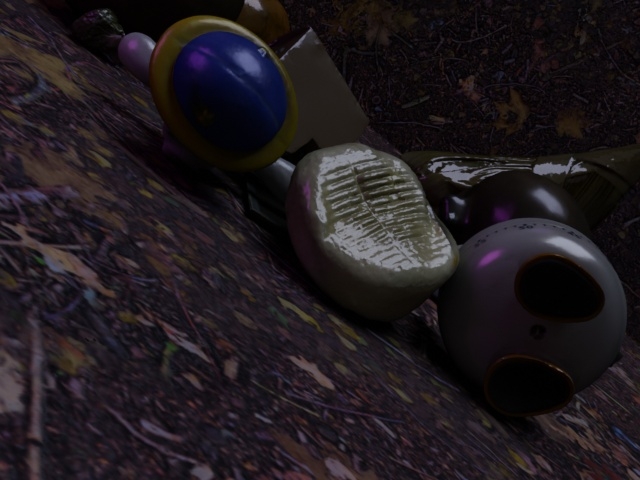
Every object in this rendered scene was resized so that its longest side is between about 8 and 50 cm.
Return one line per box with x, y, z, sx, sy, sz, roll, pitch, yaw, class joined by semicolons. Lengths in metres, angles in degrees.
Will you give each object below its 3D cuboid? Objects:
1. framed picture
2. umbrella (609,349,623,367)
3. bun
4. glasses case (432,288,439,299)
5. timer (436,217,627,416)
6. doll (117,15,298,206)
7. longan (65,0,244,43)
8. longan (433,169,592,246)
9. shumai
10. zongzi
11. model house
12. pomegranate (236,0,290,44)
0.000;0.000;1.279;0.252;0.014;0.197;34;12;-16;framed picture
0.432;0.186;1.701;0.113;0.106;0.357;34;15;38;umbrella
0.052;-0.005;1.135;0.229;0.145;0.229;13;59;-21;bun
0.186;0.063;1.508;0.178;0.045;0.067;44;12;33;glasses case
0.258;0.082;1.191;0.233;0.233;0.240;36;15;-6;timer
-0.111;-0.129;1.142;0.311;0.160;0.242;44;-32;-22;doll
-0.272;-0.449;1.520;0.319;0.319;0.319;36;11;-8;longan
0.308;0.005;1.562;0.300;0.243;0.300;7;-22;3;longan
-0.323;-0.298;1.405;0.082;0.083;0.080;-25;92;-47;shumai
0.383;-0.164;1.945;0.500;0.467;0.218;32;18;-22;zongzi
-0.089;-0.165;1.366;0.248;0.176;0.181;-12;-61;50;model house
-0.181;-0.435;1.936;0.248;0.248;0.248;36;11;-8;pomegranate
